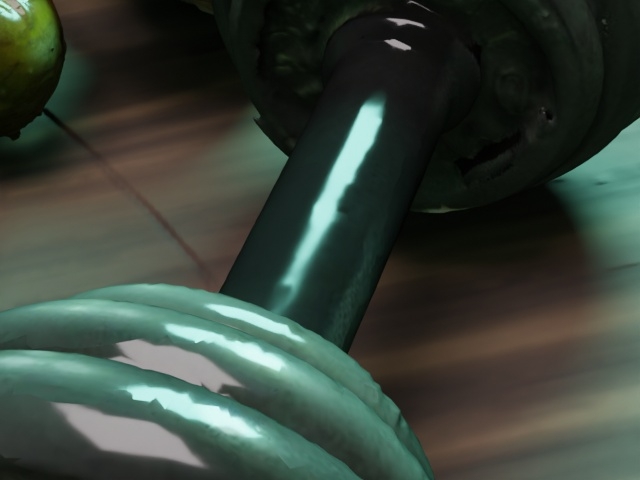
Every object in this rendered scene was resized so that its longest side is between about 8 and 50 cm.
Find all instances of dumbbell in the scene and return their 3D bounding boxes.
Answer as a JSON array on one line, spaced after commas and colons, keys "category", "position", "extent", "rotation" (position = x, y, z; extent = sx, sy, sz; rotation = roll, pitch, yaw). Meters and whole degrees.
[{"category": "dumbbell", "position": [0.000, 0.000, 0.534], "extent": [0.179, 0.179, 0.406], "rotation": [10, 47, 18]}]

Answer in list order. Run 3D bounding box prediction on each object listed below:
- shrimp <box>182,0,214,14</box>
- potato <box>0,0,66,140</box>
[{"category": "shrimp", "position": [-0.098, -0.134, 0.752], "extent": [0.223, 0.047, 0.126], "rotation": [29, 18, 39]}, {"category": "potato", "position": [-0.165, -0.104, 0.719], "extent": [0.085, 0.105, 0.188], "rotation": [-37, 54, -24]}]
